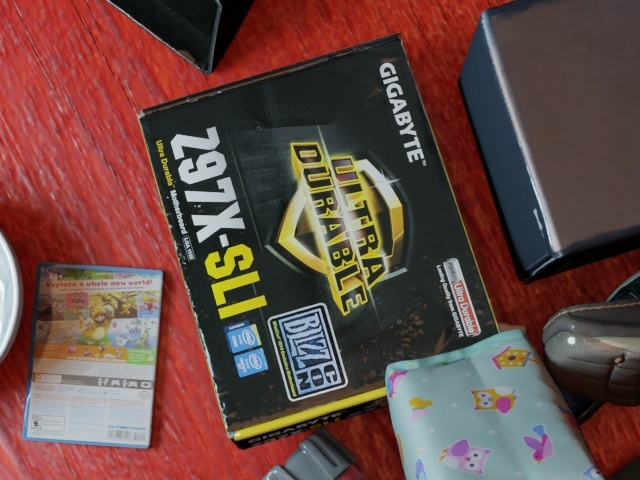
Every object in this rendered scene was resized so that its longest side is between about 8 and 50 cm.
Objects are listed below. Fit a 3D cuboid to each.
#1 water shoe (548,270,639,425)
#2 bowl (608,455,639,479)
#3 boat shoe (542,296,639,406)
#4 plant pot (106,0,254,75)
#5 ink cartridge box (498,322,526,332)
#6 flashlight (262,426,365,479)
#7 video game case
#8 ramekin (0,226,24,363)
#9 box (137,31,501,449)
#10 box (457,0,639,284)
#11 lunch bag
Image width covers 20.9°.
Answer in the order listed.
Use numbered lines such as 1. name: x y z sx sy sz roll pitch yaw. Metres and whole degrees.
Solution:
1. water shoe: 0.268 0.105 1.580 0.073 0.080 0.203 42 87 3
2. bowl: 0.347 0.326 1.480 0.311 0.163 0.311 0 90 18
3. boat shoe: 0.342 0.066 1.534 0.355 0.132 0.130 1 65 -28
4. plant pot: -0.120 -0.293 1.577 0.187 0.188 0.167 37 73 4
5. ink cartridge box: 0.147 0.099 1.607 0.083 0.028 0.048 5 85 1
6. flashlight: 0.069 0.307 1.547 0.304 0.103 0.103 46 128 8
7. video game case: -0.211 0.107 1.617 0.119 0.015 0.166 4 85 1
8. ramekin: -0.367 0.053 1.576 0.207 0.109 0.207 0 86 0
9. box: 0.000 0.000 1.565 0.257 0.079 0.322 -17 74 1
10. box: 0.340 -0.125 1.494 0.395 0.293 0.212 -17 85 -2
11. lunch bag: 0.152 0.246 1.451 0.160 0.223 0.262 -14 125 -5
